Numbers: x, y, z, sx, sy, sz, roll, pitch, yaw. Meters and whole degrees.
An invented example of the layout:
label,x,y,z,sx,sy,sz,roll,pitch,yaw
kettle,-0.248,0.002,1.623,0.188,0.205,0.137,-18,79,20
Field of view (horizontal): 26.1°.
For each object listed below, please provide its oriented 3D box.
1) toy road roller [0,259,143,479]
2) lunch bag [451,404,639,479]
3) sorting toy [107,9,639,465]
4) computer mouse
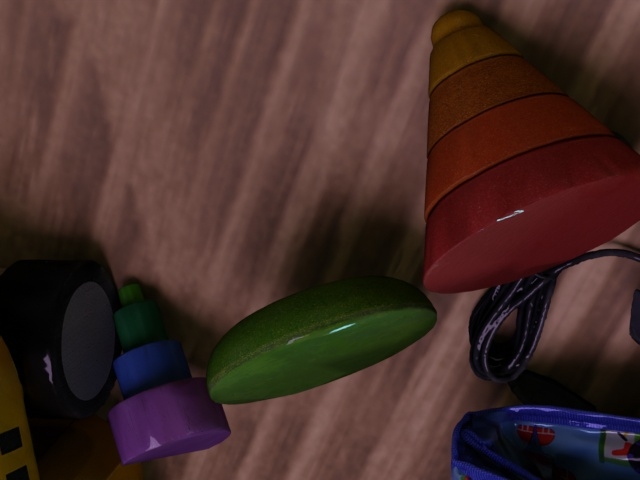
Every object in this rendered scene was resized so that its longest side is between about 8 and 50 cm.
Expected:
label,x,y,z,sx,sy,sz,roll,pitch,yaw
toy road roller,-0.240,0.168,0.800,0.203,0.240,0.329,2,115,16
lunch bag,0.202,0.193,0.774,0.293,0.138,0.221,13,144,27
sorting toy,0.000,0.000,0.726,0.366,0.127,0.126,-32,70,36
computer mouse,0.204,0.071,0.728,0.262,0.060,0.184,26,127,-2
